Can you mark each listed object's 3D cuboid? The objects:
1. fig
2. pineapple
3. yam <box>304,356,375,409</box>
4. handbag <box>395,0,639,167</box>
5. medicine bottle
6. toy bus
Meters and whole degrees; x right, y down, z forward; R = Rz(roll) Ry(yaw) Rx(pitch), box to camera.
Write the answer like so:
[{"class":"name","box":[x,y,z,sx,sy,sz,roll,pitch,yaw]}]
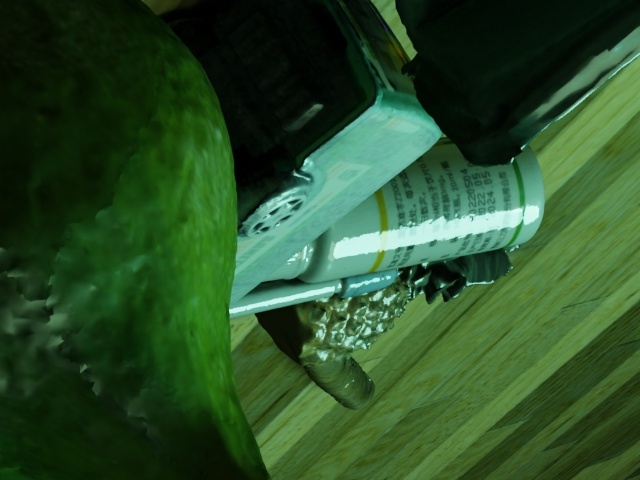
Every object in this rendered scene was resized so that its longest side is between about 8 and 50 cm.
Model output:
[{"class":"fig","box":[-0.103,0.028,0.629,0.203,0.235,0.203,-31,163,-10]},{"class":"pineapple","box":[0.043,0.011,1.053,0.159,0.074,0.074,-25,161,-23]},{"class":"yam","box":[0.010,0.083,1.243,0.032,0.032,0.145,-30,160,2]},{"class":"handbag","box":[0.152,-0.158,0.623,0.326,0.089,0.238,-34,-173,4]},{"class":"medicine bottle","box":[0.000,0.000,0.952,0.220,0.061,0.092,-10,138,-27]},{"class":"toy bus","box":[-0.068,-0.009,0.806,0.261,0.091,0.109,-37,160,25]}]
